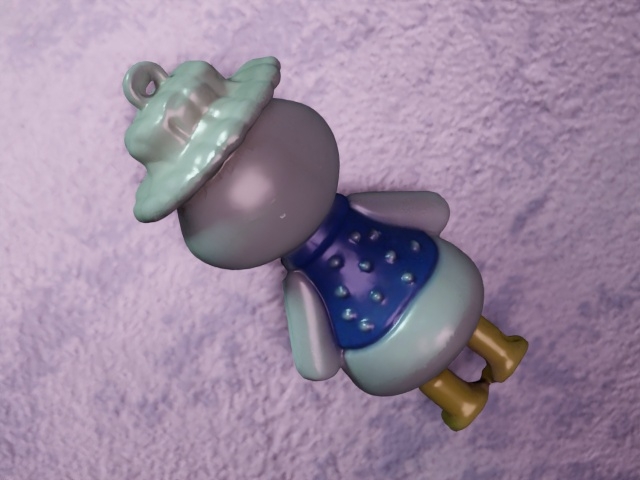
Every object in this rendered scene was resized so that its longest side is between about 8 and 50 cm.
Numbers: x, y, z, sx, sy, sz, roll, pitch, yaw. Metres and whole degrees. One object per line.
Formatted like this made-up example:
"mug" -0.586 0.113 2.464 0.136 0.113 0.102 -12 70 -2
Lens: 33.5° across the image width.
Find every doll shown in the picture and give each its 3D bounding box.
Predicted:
"doll" 0.000 0.000 0.621 0.293 0.119 0.138 40 82 -18
